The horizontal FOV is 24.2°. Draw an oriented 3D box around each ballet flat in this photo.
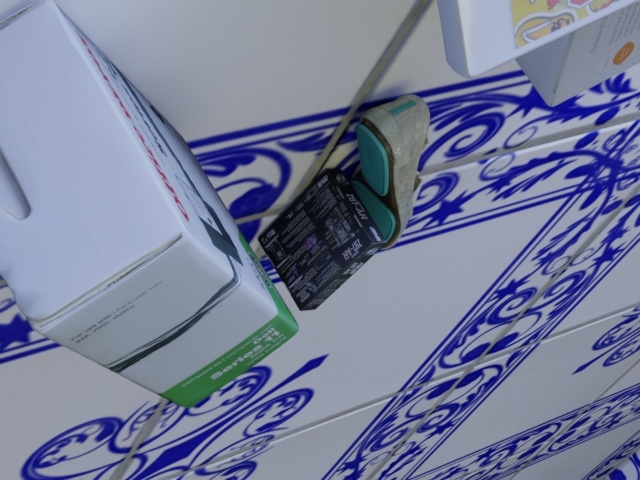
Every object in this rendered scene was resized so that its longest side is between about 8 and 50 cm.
[{"bbox_3d":[0.053,-0.046,1.057,0.052,0.057,0.168,-35,162,-18],"label":"ballet flat"}]

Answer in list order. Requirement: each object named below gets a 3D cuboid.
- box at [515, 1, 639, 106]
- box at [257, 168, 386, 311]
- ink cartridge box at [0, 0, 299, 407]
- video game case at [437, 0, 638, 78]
[{"bbox_3d":[0.192,-0.179,0.891,0.170,0.091,0.130,-27,159,-13],"label":"box"},{"bbox_3d":[0.000,0.000,1.066,0.018,0.067,0.083,-3,145,-52],"label":"box"},{"bbox_3d":[-0.105,-0.011,0.777,0.087,0.153,0.208,-33,160,3],"label":"ink cartridge box"},{"bbox_3d":[0.150,-0.209,0.731,0.227,0.026,0.206,-26,131,-14],"label":"video game case"}]
